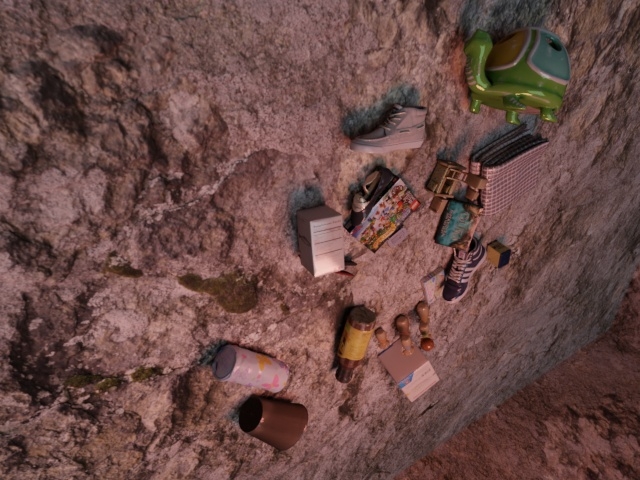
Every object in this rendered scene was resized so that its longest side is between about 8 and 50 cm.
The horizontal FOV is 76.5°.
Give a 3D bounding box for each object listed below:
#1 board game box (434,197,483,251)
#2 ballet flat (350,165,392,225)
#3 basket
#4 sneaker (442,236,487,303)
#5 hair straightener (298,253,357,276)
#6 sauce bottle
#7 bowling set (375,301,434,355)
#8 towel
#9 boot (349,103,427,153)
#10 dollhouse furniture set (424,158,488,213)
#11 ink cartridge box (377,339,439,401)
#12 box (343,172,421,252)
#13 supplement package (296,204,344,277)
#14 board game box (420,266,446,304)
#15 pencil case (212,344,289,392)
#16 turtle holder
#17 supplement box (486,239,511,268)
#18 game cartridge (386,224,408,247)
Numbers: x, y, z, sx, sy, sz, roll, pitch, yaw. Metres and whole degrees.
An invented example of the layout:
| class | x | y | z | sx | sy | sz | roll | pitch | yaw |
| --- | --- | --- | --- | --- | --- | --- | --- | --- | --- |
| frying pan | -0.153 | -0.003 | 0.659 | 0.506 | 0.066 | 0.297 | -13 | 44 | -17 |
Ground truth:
| class | x | y | z | sx | sy | sz | roll | pitch | yaw |
| --- | --- | --- | --- | --- | --- | --- | --- | --- | --- |
| board game box | 0.508 | -0.057 | 1.497 | 0.126 | 0.026 | 0.186 | 15 | 122 | 11 |
| ballet flat | 0.140 | -0.140 | 1.233 | 0.074 | 0.074 | 0.203 | 30 | 97 | -42 |
| basket | -0.191 | 0.697 | 1.574 | 0.204 | 0.154 | 0.227 | -46 | 130 | 4 |
| sneaker | 0.562 | 0.111 | 1.637 | 0.282 | 0.099 | 0.153 | -55 | 136 | -8 |
| hair straightener | 0.029 | 0.059 | 1.334 | 0.230 | 0.047 | 0.089 | 14 | 96 | -32 |
| sauce bottle | 0.127 | 0.422 | 1.596 | 0.111 | 0.111 | 0.344 | -4 | 122 | -30 |
| bowling set | 0.389 | 0.419 | 1.708 | 0.287 | 0.200 | 0.154 | -28 | 133 | -7 |
| towel | 0.672 | -0.243 | 1.456 | 0.283 | 0.121 | 0.235 | -30 | 133 | -11 |
| boot | 0.192 | -0.318 | 1.135 | 0.258 | 0.095 | 0.123 | -16 | 123 | -33 |
| dollhouse furniture set | 0.429 | -0.152 | 1.341 | 0.101 | 0.161 | 0.182 | 1 | 120 | -32 |
| ink cartridge box | 0.400 | 0.581 | 1.840 | 0.171 | 0.168 | 0.233 | -36 | 133 | -4 |
| box | 0.205 | -0.084 | 1.330 | 0.233 | 0.044 | 0.159 | -48 | 133 | 7 |
| supplement package | 0.000 | 0.000 | 1.200 | 0.105 | 0.105 | 0.179 | -14 | 116 | -21 |
| board game box | 0.479 | 0.193 | 1.711 | 0.103 | 0.026 | 0.154 | -32 | 133 | -9 |
| pencil case | -0.235 | 0.445 | 1.387 | 0.124 | 0.113 | 0.273 | -44 | 134 | 15 |
| turtle holder | 0.546 | -0.477 | 1.166 | 0.320 | 0.243 | 0.227 | 14 | 101 | 5 |
| supplement box | 0.766 | 0.059 | 1.755 | 0.056 | 0.083 | 0.083 | -24 | 131 | -16 |
| game cartridge | 0.272 | -0.012 | 1.444 | 0.083 | 0.017 | 0.056 | -39 | 130 | -2 |
